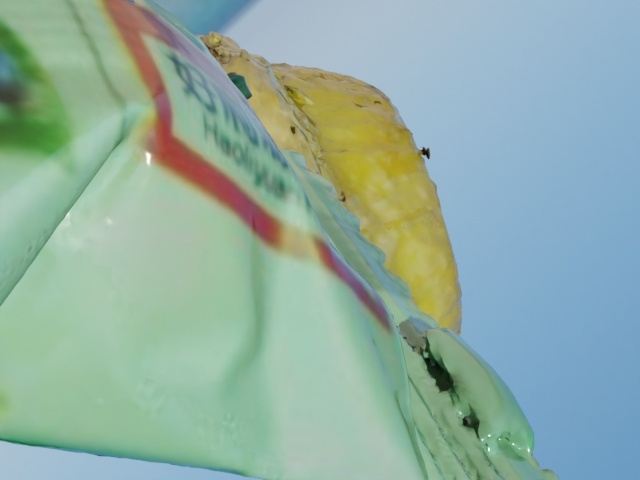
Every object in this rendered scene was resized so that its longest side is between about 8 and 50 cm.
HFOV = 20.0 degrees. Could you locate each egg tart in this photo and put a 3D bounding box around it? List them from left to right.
[{"bbox_3d":[0.000,0.000,1.425,0.169,0.388,0.388,-21,-178,-12],"label":"egg tart"}]

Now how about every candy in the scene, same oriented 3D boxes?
[{"bbox_3d":[-0.083,-0.002,0.743,0.172,0.263,0.398,-41,143,25],"label":"candy"}]
